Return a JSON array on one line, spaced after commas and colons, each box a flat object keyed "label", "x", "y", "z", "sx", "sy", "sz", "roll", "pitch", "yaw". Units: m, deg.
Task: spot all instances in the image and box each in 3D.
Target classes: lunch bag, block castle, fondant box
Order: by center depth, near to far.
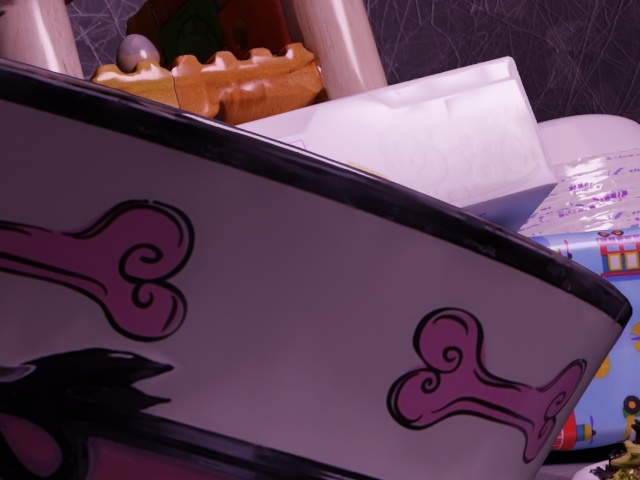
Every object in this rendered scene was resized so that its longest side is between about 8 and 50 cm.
[{"label": "fondant box", "x": 0.000, "y": 0.000, "z": 1.292, "sx": 0.238, "sy": 0.096, "sz": 0.330, "roll": -15, "pitch": -15, "yaw": -13}, {"label": "lunch bag", "x": 0.118, "y": 0.078, "z": 1.304, "sx": 0.221, "sy": 0.138, "sz": 0.293, "roll": -6, "pitch": -5, "yaw": -8}, {"label": "block castle", "x": -0.170, "y": -0.112, "z": 1.341, "sx": 0.303, "sy": 0.212, "sz": 0.453, "roll": -10, "pitch": -11, "yaw": -30}]

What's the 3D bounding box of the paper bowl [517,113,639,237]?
[{"label": "paper bowl", "x": 0.205, "y": -0.008, "z": 1.611, "sx": 0.284, "sy": 0.148, "sz": 0.284, "roll": -13, "pitch": -18, "yaw": -4}]

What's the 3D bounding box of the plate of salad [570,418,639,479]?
[{"label": "plate of salad", "x": 0.238, "y": 0.124, "z": 1.027, "sx": 0.200, "sy": 0.048, "sz": 0.200, "roll": -1, "pitch": 4, "yaw": 0}]

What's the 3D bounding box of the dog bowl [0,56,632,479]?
[{"label": "dog bowl", "x": -0.086, "y": 0.042, "z": 0.787, "sx": 0.408, "sy": 0.150, "sz": 0.408, "roll": 17, "pitch": -6, "yaw": 2}]
